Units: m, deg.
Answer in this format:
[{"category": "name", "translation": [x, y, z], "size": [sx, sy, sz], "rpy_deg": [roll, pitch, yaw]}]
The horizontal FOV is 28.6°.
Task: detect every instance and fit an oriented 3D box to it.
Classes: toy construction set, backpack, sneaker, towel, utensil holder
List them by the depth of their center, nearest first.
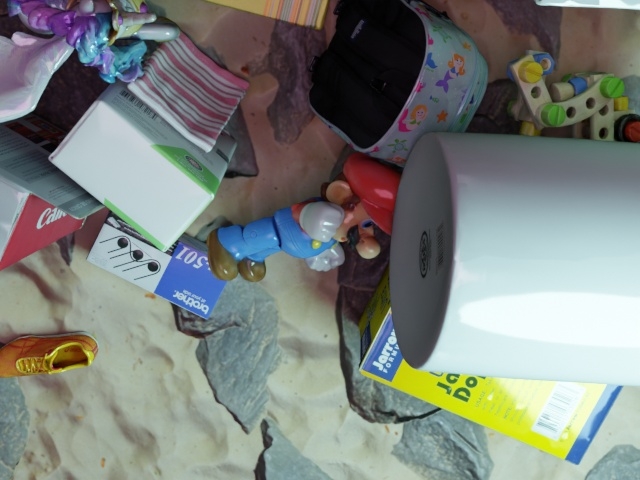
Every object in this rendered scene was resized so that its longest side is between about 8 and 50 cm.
[{"category": "utensil holder", "translation": [0.309, 0.025, 1.608], "size": [0.385, 0.327, 0.327], "rpy_deg": [3, 108, -10]}, {"category": "backpack", "translation": [0.115, -0.216, 1.725], "size": [0.191, 0.253, 0.225], "rpy_deg": [20, 106, -26]}, {"category": "towel", "translation": [-0.182, -0.215, 1.761], "size": [0.144, 0.197, 0.029], "rpy_deg": [38, 122, -10]}, {"category": "towel", "translation": [-0.100, -0.379, 1.800], "size": [0.237, 0.021, 0.102], "rpy_deg": [14, 101, -2]}, {"category": "toy construction set", "translation": [0.352, -0.113, 1.803], "size": [0.215, 0.151, 0.327], "rpy_deg": [-7, 117, -22]}, {"category": "sneaker", "translation": [-0.434, 0.181, 1.954], "size": [0.175, 0.067, 0.064], "rpy_deg": [-14, 108, 7]}]

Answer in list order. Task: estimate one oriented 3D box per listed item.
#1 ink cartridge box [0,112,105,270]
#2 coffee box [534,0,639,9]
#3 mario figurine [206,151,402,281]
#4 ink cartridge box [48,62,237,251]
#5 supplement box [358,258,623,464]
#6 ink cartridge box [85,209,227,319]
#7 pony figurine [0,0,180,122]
[{"category": "ink cartridge box", "translation": [-0.417, -0.069, 1.726], "size": [0.272, 0.309, 0.130], "rpy_deg": [28, 106, 4]}, {"category": "coffee box", "translation": [0.433, -0.481, 1.591], "size": [0.338, 0.334, 0.338], "rpy_deg": [4, 109, -1]}, {"category": "mario figurine", "translation": [0.000, 0.000, 1.802], "size": [0.320, 0.198, 0.170], "rpy_deg": [-22, 114, 26]}, {"category": "ink cartridge box", "translation": [-0.238, -0.125, 1.749], "size": [0.198, 0.273, 0.115], "rpy_deg": [40, 106, -10]}, {"category": "supplement box", "translation": [0.253, 0.149, 1.863], "size": [0.356, 0.194, 0.195], "rpy_deg": [23, 106, -6]}, {"category": "ink cartridge box", "translation": [-0.241, 0.029, 1.914], "size": [0.207, 0.046, 0.097], "rpy_deg": [27, 107, -7]}, {"category": "pony figurine", "translation": [-0.349, -0.308, 1.638], "size": [0.351, 0.363, 0.302], "rpy_deg": [3, 106, 7]}]
